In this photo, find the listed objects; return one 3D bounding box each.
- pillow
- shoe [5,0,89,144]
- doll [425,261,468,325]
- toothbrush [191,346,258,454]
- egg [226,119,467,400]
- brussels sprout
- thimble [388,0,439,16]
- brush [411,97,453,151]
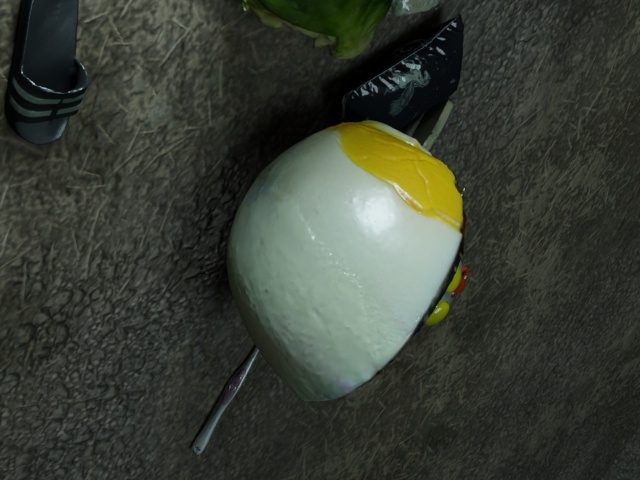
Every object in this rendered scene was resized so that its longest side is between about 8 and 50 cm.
[{"bbox_3d":[0.097,-0.183,1.726,0.208,0.055,0.141,-36,155,-25],"label":"pillow"},{"bbox_3d":[-0.241,-0.153,1.285,0.071,0.049,0.179,-23,140,-39],"label":"shoe"},{"bbox_3d":[0.103,0.065,1.943,0.336,0.105,0.200,-6,120,-51],"label":"doll"},{"bbox_3d":[-0.116,0.197,1.869,0.204,0.017,0.022,-60,160,12],"label":"toothbrush"},{"bbox_3d":[0.000,0.000,1.610,0.201,0.337,0.337,37,91,-19],"label":"egg"},{"bbox_3d":[0.007,-0.264,1.429,0.145,0.131,0.183,-54,148,15],"label":"brussels sprout"},{"bbox_3d":[0.090,-0.305,1.530,0.115,0.102,0.090,-65,171,-53],"label":"thimble"},{"bbox_3d":[0.084,-0.045,1.783,0.020,0.085,0.336,37,73,-25],"label":"brush"}]
